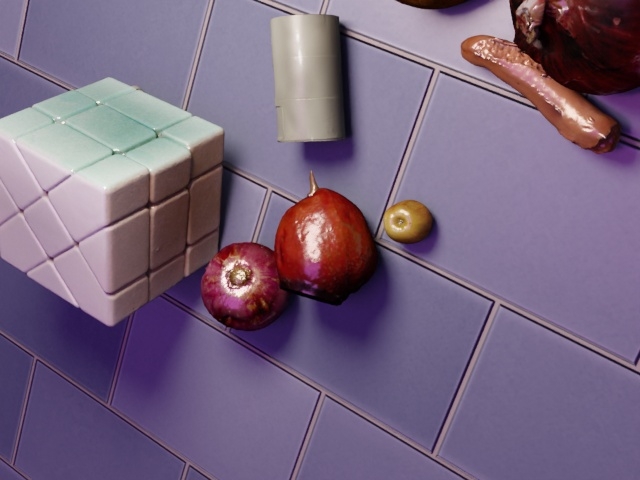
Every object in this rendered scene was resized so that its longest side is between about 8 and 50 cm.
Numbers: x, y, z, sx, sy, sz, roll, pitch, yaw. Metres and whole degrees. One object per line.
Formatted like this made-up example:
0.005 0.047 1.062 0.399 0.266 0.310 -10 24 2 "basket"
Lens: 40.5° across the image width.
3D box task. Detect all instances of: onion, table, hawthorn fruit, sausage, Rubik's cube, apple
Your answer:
0.378 -0.357 1.223 0.314 0.233 0.313 43 141 51 "onion"
-0.022 -0.287 1.555 0.126 0.126 0.219 2 100 30 "table"
0.000 0.000 1.570 0.190 0.190 0.251 -18 76 32 "hawthorn fruit"
0.348 -0.241 1.375 0.304 0.078 0.078 44 117 20 "sausage"
-0.143 0.089 1.684 0.177 0.153 0.177 -6 78 31 "onion"
-0.404 -0.085 1.666 0.322 0.316 0.318 26 128 23 "Rubik's cube"
0.153 -0.032 1.527 0.084 0.071 0.083 6 102 29 "apple"

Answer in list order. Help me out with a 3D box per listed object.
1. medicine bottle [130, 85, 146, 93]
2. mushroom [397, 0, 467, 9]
-0.333 -0.221 1.796 0.221 0.061 0.092 44 142 17 "medicine bottle"
0.208 -0.510 1.352 0.267 0.267 0.254 7 68 30 "mushroom"
